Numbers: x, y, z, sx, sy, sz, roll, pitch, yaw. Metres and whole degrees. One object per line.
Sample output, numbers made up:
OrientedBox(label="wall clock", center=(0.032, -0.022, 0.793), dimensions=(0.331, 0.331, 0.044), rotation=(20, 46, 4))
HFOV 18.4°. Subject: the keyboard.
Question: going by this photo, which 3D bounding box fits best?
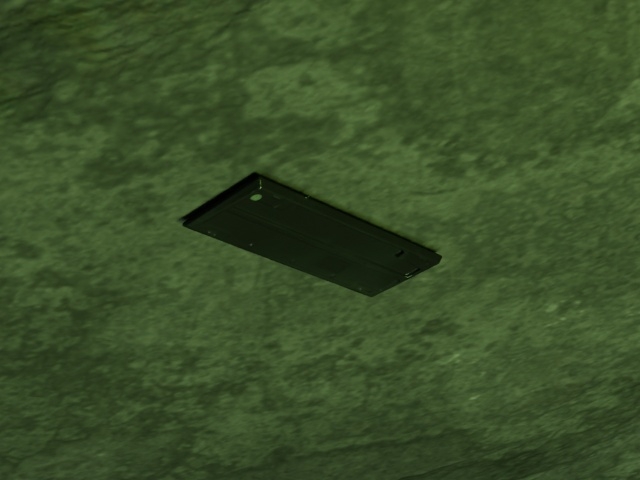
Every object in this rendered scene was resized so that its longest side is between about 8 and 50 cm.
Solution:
OrientedBox(label="keyboard", center=(0.000, 0.000, 1.284), dimensions=(0.067, 0.011, 0.202), rotation=(-29, 150, 28))
